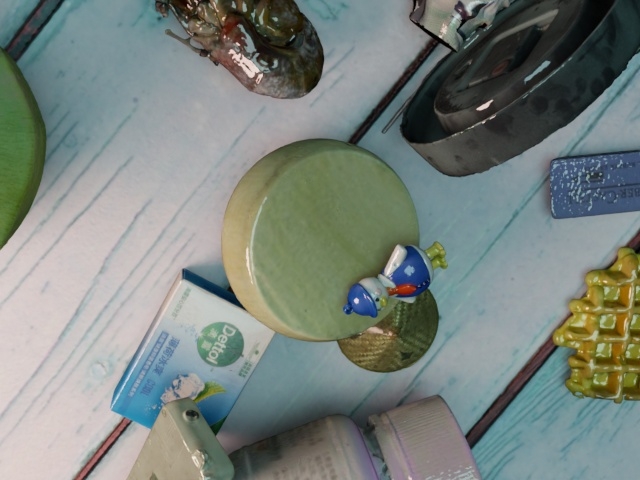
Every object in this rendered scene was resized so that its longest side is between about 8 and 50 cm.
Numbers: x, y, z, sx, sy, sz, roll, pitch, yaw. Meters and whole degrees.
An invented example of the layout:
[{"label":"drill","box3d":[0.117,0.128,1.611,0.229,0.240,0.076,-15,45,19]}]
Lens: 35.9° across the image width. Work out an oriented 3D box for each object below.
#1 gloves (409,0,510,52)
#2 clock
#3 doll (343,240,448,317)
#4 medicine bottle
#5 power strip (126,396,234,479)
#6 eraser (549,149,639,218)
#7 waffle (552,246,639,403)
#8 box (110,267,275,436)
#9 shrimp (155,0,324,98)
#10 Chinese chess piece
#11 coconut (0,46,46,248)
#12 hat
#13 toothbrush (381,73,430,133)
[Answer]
[{"label":"gloves","box3d":[0.191,-0.342,1.198,0.111,0.127,0.212,32,99,-21]},{"label":"clock","box3d":[0.229,-0.196,1.130,0.312,0.312,0.061,-43,109,2]},{"label":"doll","box3d":[0.087,0.049,1.178,0.143,0.057,0.098,-29,136,-16]},{"label":"medicine bottle","box3d":[0.046,0.336,1.244,0.302,0.241,0.241,-19,103,-4]},{"label":"power strip","box3d":[-0.185,0.306,1.221,0.046,0.118,0.270,-11,144,-38]},{"label":"eraser","box3d":[0.409,-0.079,1.316,0.225,0.036,0.081,-5,100,-6]},{"label":"waffle","box3d":[0.479,0.128,1.352,0.309,0.065,0.283,-41,103,3]},{"label":"box","box3d":[-0.162,0.154,1.266,0.139,0.073,0.194,28,96,-12]},{"label":"shrimp","box3d":[-0.140,-0.288,1.162,0.343,0.116,0.145,38,70,-10]},{"label":"Chinese chess piece","box3d":[0.000,0.000,1.212,0.250,0.101,0.250,-3,98,-26]},{"label":"coconut","box3d":[-0.439,-0.088,1.053,0.329,0.328,0.281,-26,101,-2]},{"label":"hat","box3d":[0.092,0.114,1.296,0.146,0.067,0.146,-1,101,-7]},{"label":"toothbrush","box3d":[0.111,-0.176,1.271,0.006,0.008,0.097,39,95,1]}]
